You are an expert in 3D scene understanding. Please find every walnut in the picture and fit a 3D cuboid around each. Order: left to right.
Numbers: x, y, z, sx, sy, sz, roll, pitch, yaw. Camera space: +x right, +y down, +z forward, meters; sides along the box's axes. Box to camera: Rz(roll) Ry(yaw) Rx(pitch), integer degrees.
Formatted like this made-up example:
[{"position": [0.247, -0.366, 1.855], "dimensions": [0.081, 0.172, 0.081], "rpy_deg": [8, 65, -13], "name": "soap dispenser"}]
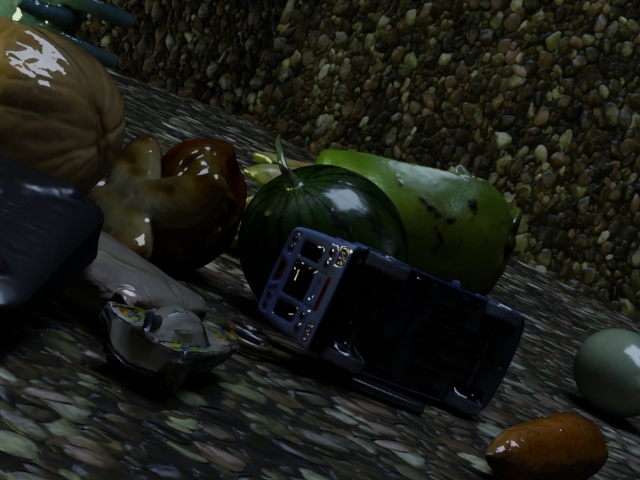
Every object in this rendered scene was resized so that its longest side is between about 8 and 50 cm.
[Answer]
[{"position": [-0.333, -0.129, 1.719], "dimensions": [0.260, 0.225, 0.225], "rpy_deg": [14, 4, 18], "name": "walnut"}]

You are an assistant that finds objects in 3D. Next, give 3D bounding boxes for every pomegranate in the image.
[{"position": [0.066, 0.001, 2.087], "dimensions": [0.358, 0.216, 0.310], "rpy_deg": [7, 2, 13], "name": "pomegranate"}]

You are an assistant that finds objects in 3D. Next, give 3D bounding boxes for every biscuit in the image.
[{"position": [-0.199, -0.036, 1.739], "dimensions": [0.208, 0.164, 0.047], "rpy_deg": [33, -21, 57], "name": "biscuit"}]

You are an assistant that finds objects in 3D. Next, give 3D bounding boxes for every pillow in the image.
[{"position": [-0.230, 0.017, 1.531], "dimensions": [0.270, 0.067, 0.173], "rpy_deg": [26, 5, 28], "name": "pillow"}]

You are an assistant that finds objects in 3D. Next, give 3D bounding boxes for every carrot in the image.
[{"position": [0.204, 0.199, 1.574], "dimensions": [0.072, 0.072, 0.205], "rpy_deg": [27, 10, 29], "name": "carrot"}]

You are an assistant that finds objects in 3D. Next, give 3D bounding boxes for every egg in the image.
[{"position": [0.391, 0.173, 2.169], "dimensions": [0.114, 0.114, 0.152], "rpy_deg": [21, 4, -17], "name": "egg"}]

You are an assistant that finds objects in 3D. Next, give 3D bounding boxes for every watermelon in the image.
[{"position": [0.000, 0.000, 1.847], "dimensions": [0.188, 0.188, 0.215], "rpy_deg": [30, -30, 45], "name": "watermelon"}]

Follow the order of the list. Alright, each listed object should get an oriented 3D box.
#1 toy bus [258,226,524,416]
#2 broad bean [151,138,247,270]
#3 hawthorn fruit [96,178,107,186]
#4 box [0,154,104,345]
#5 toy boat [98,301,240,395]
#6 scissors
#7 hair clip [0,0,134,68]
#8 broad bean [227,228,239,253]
[{"position": [0.080, 0.084, 1.735], "dimensions": [0.292, 0.126, 0.133], "rpy_deg": [23, 3, -44], "name": "toy bus"}, {"position": [-0.144, -0.043, 1.892], "dimensions": [0.122, 0.156, 0.228], "rpy_deg": [36, 7, -10], "name": "broad bean"}, {"position": [-0.248, -0.036, 1.916], "dimensions": [0.066, 0.067, 0.103], "rpy_deg": [25, -5, 12], "name": "hawthorn fruit"}, {"position": [-0.337, -0.023, 1.322], "dimensions": [0.290, 0.073, 0.289], "rpy_deg": [22, 18, 3], "name": "box"}, {"position": [-0.115, 0.086, 1.392], "dimensions": [0.084, 0.066, 0.210], "rpy_deg": [27, 7, 18], "name": "toy boat"}, {"position": [0.005, 0.129, 1.657], "dimensions": [0.220, 0.017, 0.088], "rpy_deg": [23, 5, -10], "name": "scissors"}, {"position": [-0.407, -0.287, 2.273], "dimensions": [0.392, 0.318, 0.238], "rpy_deg": [19, 10, -43], "name": "hair clip"}, {"position": [-0.041, 0.010, 2.219], "dimensions": [0.339, 0.061, 0.077], "rpy_deg": [19, -3, -33], "name": "broad bean"}]
